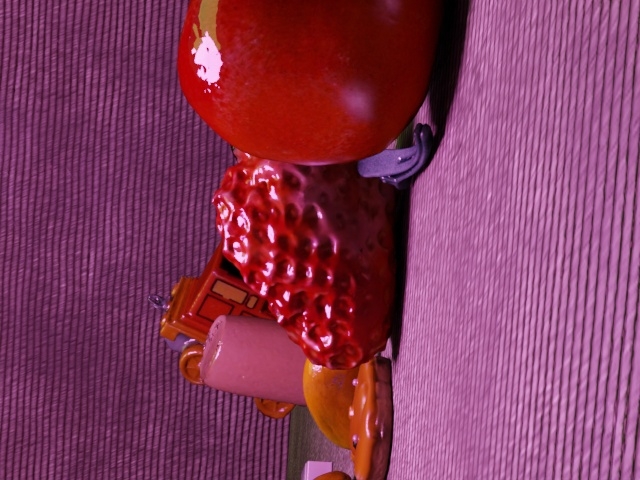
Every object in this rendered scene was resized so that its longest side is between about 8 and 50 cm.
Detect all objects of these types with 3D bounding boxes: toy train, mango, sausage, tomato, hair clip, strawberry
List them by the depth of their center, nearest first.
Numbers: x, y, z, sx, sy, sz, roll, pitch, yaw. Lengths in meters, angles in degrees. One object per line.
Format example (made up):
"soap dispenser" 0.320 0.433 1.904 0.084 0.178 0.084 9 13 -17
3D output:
"tomato" -0.005 -0.245 1.426 0.290 0.293 0.325 69 -141 -72
"hair clip" 0.101 -0.101 1.494 0.229 0.070 0.039 144 144 -75
"strawberry" 0.019 -0.011 1.647 0.149 0.265 0.336 -25 80 42
"mango" 0.028 0.214 1.822 0.066 0.101 0.187 -93 -5 -67
"sausage" -0.052 0.179 1.938 0.123 0.253 0.123 -172 90 -89
"toy train" -0.116 0.146 2.264 0.231 0.369 0.163 -60 10 31

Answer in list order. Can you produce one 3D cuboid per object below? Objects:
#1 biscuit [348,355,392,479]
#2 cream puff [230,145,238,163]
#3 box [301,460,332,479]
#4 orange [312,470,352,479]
"biscuit" 0.059 0.239 1.712 0.170 0.050 0.170 -176 90 -87
"cream puff" -0.055 -0.204 2.405 0.165 0.239 0.239 28 -114 -83
"box" -0.010 0.487 2.462 0.130 0.051 0.129 103 170 -71
"orange" 0.017 0.390 2.014 0.085 0.085 0.085 -176 90 -86
